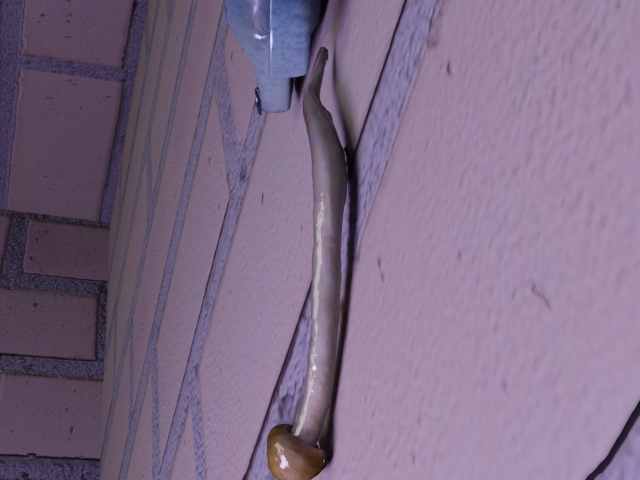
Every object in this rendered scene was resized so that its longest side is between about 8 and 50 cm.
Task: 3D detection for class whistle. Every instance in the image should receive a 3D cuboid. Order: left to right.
[{"bbox_3d":[-0.030,-0.217,0.705,0.180,0.093,0.269,-92,2,-49],"label":"whistle"}]

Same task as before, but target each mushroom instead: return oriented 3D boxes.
[{"bbox_3d":[-0.002,0.000,0.617,0.068,0.043,0.306,-14,66,48],"label":"mushroom"}]
